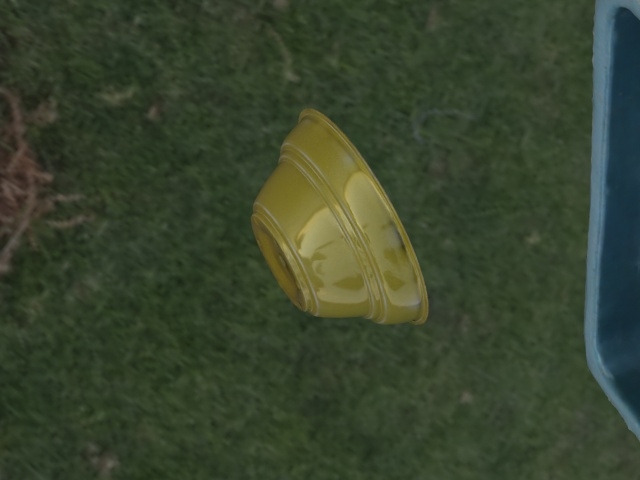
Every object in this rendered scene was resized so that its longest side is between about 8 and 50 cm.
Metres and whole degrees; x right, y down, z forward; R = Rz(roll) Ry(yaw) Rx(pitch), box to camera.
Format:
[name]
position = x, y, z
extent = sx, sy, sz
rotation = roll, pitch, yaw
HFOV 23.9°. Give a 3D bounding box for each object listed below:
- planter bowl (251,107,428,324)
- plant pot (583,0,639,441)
[planter bowl]
position = 0.000, 0.000, 1.333
extent = 0.090, 0.217, 0.217
rotation = -29, 129, -12
[plant pot]
position = 0.280, 0.010, 0.617
extent = 0.252, 0.247, 0.248
rotation = -20, 136, -11
